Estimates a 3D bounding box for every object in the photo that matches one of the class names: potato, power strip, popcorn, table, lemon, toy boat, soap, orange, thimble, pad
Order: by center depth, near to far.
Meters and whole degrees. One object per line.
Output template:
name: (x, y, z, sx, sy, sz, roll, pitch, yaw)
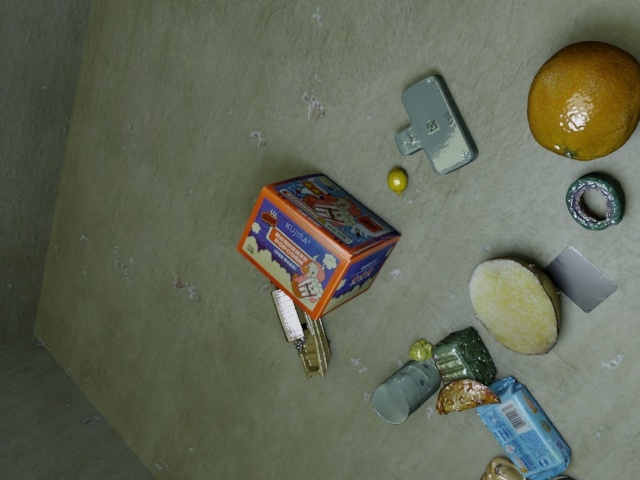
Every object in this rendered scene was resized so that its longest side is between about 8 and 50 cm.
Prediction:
orange: (0.582, -0.301, 1.241, 0.264, 0.264, 0.264, 11, 109, 34)
thimble: (0.659, -0.093, 1.354, 0.119, 0.090, 0.135, -19, 94, 40)
pad: (0.668, 0.101, 1.457, 0.157, 0.003, 0.112, 46, 125, 17)
potato: (0.527, 0.157, 1.508, 0.239, 0.116, 0.298, -13, 107, 45)
power strip: (0.301, -0.306, 1.571, 0.194, 0.059, 0.264, -26, 87, 34)
soap: (0.573, 0.537, 1.604, 0.156, 0.077, 0.293, -42, 77, 37)
lemon: (0.228, -0.175, 1.661, 0.062, 0.062, 0.083, -3, 101, 37)
table: (0.264, 0.452, 1.714, 0.127, 0.220, 0.126, 11, 108, 35)
popcorn: (0.316, 0.347, 1.751, 0.084, 0.068, 0.059, -5, 130, 1)
toy boat: (-0.075, 0.261, 1.944, 0.136, 0.162, 0.445, -19, 91, 36)

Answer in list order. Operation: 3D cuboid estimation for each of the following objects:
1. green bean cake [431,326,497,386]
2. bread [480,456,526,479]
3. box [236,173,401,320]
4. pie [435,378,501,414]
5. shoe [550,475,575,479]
green bean cake: (0.413, 0.352, 1.602, 0.094, 0.181, 0.173, -27, 84, 37)
bread: (0.538, 0.755, 1.690, 0.134, 0.081, 0.225, 29, 117, 21)
box: (0.000, 0.000, 1.715, 0.349, 0.319, 0.256, 41, 121, 21)
pie: (0.380, 0.420, 1.516, 0.191, 0.033, 0.088, -24, 87, 32)
shoe: (0.653, 0.765, 1.589, 0.099, 0.112, 0.227, 38, 124, 23)
